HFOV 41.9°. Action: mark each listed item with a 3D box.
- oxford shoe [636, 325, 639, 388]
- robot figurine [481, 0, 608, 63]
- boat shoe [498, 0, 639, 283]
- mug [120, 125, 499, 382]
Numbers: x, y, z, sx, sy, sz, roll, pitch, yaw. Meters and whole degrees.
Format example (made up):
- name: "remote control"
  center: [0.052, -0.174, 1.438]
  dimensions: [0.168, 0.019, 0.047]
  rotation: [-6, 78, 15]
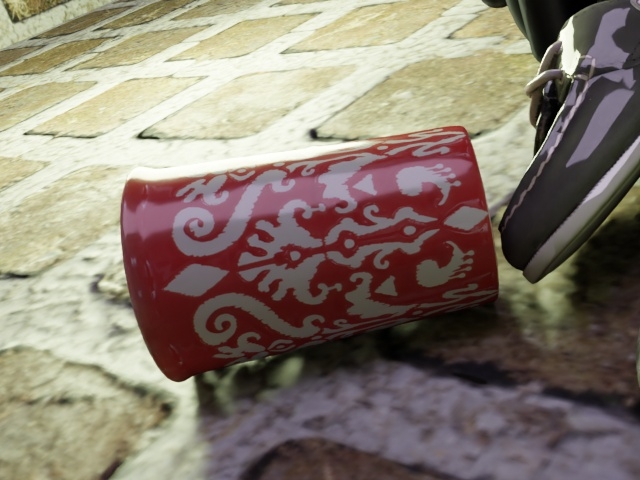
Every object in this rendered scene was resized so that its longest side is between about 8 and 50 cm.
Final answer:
- name: "oxford shoe"
  center: [0.264, -0.070, 0.370]
  dimensions: [0.130, 0.169, 0.449]
  rotation: [35, 50, 15]
- name: "robot figurine"
  center: [0.252, -0.232, 0.663]
  dimensions: [0.209, 0.173, 0.278]
  rotation: [34, 47, 16]
- name: "boat shoe"
  center: [0.178, -0.116, 0.467]
  dimensions: [0.095, 0.112, 0.335]
  rotation: [37, 68, 14]
- name: "mug"
  center: [-0.002, -0.007, 0.444]
  dimensions: [0.169, 0.113, 0.150]
  rotation: [-11, 28, 6]
